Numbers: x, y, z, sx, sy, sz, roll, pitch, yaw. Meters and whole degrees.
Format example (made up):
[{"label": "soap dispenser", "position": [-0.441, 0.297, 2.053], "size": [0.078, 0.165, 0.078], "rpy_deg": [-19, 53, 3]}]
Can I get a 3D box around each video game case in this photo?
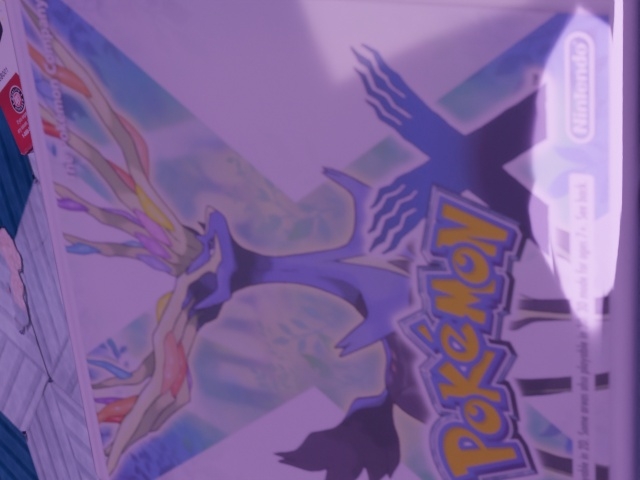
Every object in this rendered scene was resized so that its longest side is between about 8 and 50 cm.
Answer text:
[{"label": "video game case", "position": [0.000, 0.000, 0.630], "size": [0.300, 0.036, 0.329], "rpy_deg": [8, 120, 27]}]

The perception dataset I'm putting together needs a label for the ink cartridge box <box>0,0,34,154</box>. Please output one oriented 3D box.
[{"label": "ink cartridge box", "position": [-0.165, -0.159, 0.839], "size": [0.127, 0.072, 0.175], "rpy_deg": [-32, 82, 54]}]
